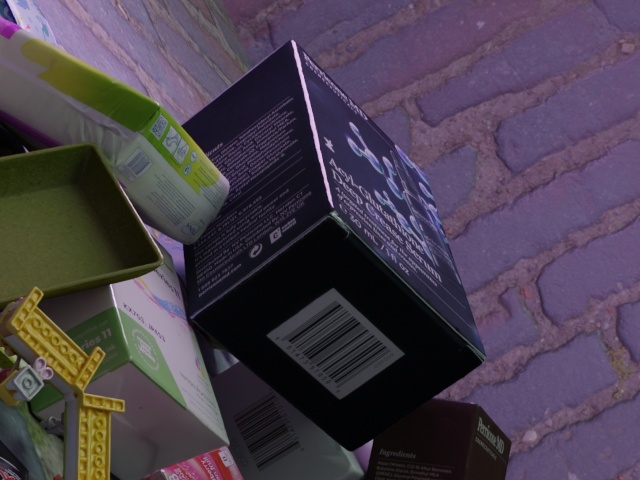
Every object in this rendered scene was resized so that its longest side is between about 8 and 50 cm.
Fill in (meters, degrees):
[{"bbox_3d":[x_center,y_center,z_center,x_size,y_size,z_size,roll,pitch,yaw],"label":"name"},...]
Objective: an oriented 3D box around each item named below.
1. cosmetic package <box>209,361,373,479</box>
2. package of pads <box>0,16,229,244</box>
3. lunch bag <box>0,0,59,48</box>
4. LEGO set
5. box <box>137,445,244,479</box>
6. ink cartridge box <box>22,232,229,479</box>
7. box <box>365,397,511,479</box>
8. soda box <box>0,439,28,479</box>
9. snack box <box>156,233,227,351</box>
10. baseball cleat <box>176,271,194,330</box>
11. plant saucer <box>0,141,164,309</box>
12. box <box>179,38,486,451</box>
[{"bbox_3d":[-0.002,0.294,2.148,0.217,0.156,0.385,61,9,24],"label":"cosmetic package"},{"bbox_3d":[-0.263,-0.124,1.782,0.296,0.101,0.229,30,-10,28],"label":"package of pads"},{"bbox_3d":[-0.396,-0.276,1.929,0.129,0.096,0.151,-26,96,-81],"label":"lunch bag"},{"bbox_3d":[-0.257,0.160,1.412,0.132,0.107,0.287,-34,100,-47],"label":"LEGO set"},{"bbox_3d":[-0.103,0.335,1.458,0.257,0.122,0.128,62,23,9],"label":"box"},{"bbox_3d":[-0.231,0.065,1.677,0.207,0.119,0.353,50,13,-48],"label":"ink cartridge box"},{"bbox_3d":[0.129,0.402,1.992,0.191,0.143,0.381,47,50,-61],"label":"box"},{"bbox_3d":[-0.258,0.223,1.198,0.053,0.060,0.169,56,9,-32],"label":"soda box"},{"bbox_3d":[-0.118,0.081,2.151,0.174,0.070,0.207,10,-29,38],"label":"snack box"},{"bbox_3d":[-0.216,0.041,2.028,0.109,0.072,0.206,6,58,-88],"label":"baseball cleat"},{"bbox_3d":[-0.275,-0.007,1.543,0.188,0.188,0.045,56,-34,36],"label":"plant saucer"},{"bbox_3d":[0.000,0.000,1.917,0.293,0.212,0.395,43,20,-32],"label":"box"}]
